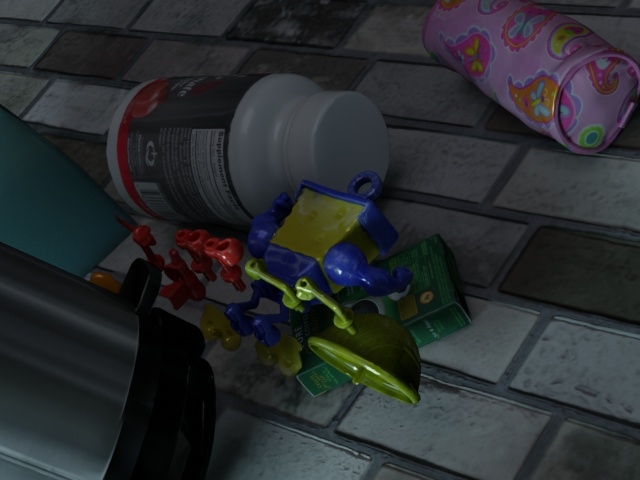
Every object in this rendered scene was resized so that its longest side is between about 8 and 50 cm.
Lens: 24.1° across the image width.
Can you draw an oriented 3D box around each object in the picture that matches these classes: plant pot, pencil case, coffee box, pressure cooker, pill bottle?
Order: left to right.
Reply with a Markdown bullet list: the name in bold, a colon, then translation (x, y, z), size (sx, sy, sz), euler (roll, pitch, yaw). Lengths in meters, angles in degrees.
- **pressure cooker**: translation (-0.314, 0.196, 1.399), size (0.370, 0.420, 0.375), euler (-49, 25, 40)
- **plant pot**: translation (-0.387, -0.064, 1.892), size (0.165, 0.234, 0.166), euler (-45, 38, -9)
- **pill bottle**: translation (-0.082, -0.104, 1.733), size (0.319, 0.176, 0.176), euler (4, 53, 42)
- **coffee box**: translation (0.057, 0.076, 1.537), size (0.184, 0.040, 0.113), euler (-27, 38, 13)
- **pencil case**: translation (0.226, -0.196, 1.631), size (0.124, 0.124, 0.284), euler (-41, 36, -4)

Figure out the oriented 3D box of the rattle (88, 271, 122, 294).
- **rattle**: translation (-0.234, 0.159, 1.613), size (0.130, 0.142, 0.199), euler (17, 54, 27)

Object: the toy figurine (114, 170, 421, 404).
- **toy figurine**: translation (0.000, 0.000, 1.484), size (0.363, 0.191, 0.217), euler (17, 58, 46)
